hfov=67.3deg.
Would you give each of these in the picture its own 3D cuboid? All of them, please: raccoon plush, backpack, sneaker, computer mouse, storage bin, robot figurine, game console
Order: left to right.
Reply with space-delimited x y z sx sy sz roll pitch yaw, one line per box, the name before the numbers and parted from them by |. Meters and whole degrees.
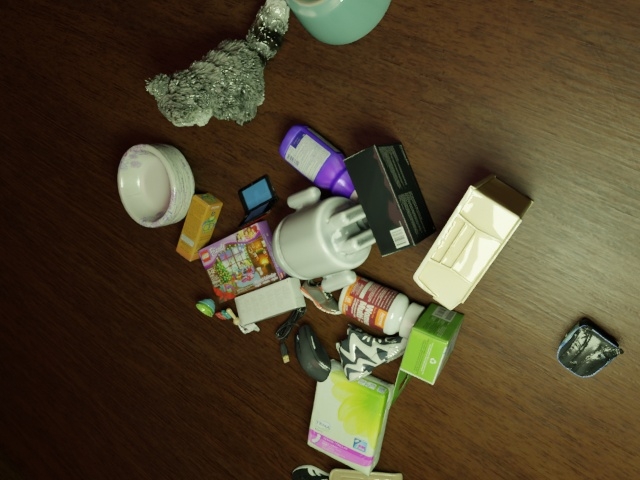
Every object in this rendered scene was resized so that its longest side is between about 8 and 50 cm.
raccoon plush | -0.303 -0.511 1.354 0.216 0.299 0.446 33 116 20
game console | -0.213 -0.121 1.524 0.144 0.124 0.085 -25 115 33
computer mouse | -0.072 0.346 1.507 0.184 0.060 0.262 -52 48 30
sneaker | -0.028 0.832 1.617 0.217 0.121 0.079 -4 99 31
robot figurine | 0.000 0.000 1.333 0.354 0.200 0.299 -18 92 49
sneaker | 0.008 0.167 1.477 0.158 0.061 0.064 32 109 19
sneaker | 0.148 0.291 1.401 0.235 0.094 0.153 -37 66 18
storage bin | 0.356 -0.002 1.114 0.123 0.262 0.260 35 117 16
backpack | 0.620 0.255 1.123 0.105 0.084 0.114 40 113 17

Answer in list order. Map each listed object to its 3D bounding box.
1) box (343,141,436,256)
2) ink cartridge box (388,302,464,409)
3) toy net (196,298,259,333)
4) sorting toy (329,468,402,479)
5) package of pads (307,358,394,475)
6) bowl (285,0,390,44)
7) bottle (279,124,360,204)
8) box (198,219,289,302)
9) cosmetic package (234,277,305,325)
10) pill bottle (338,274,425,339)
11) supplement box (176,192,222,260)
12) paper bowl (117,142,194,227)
box | 0.183 -0.111 1.234 0.103 0.184 0.261 -22 90 35
ink cartridge box | 0.282 0.321 1.277 0.097 0.189 0.255 20 112 23
toy net | -0.324 0.278 1.680 0.232 0.045 0.122 27 147 9
sorting toy | 0.146 0.866 1.535 0.229 0.041 0.306 0 103 5
package of pads | 0.087 0.541 1.493 0.229 0.101 0.296 17 107 26
bowl | 0.019 -0.669 1.211 0.312 0.163 0.311 7 106 28
bottle | 0.014 -0.210 1.362 0.283 0.092 0.118 40 116 16
box | -0.263 0.077 1.612 0.294 0.057 0.200 -23 90 32
cosmetic package | -0.166 0.199 1.560 0.239 0.060 0.098 -22 78 30
pill bottle | 0.172 0.190 1.348 0.221 0.121 0.121 22 112 25
supplement box | -0.420 -0.047 1.663 0.080 0.078 0.233 33 116 20
paper bowl | -0.553 -0.194 1.664 0.285 0.148 0.283 8 106 29
